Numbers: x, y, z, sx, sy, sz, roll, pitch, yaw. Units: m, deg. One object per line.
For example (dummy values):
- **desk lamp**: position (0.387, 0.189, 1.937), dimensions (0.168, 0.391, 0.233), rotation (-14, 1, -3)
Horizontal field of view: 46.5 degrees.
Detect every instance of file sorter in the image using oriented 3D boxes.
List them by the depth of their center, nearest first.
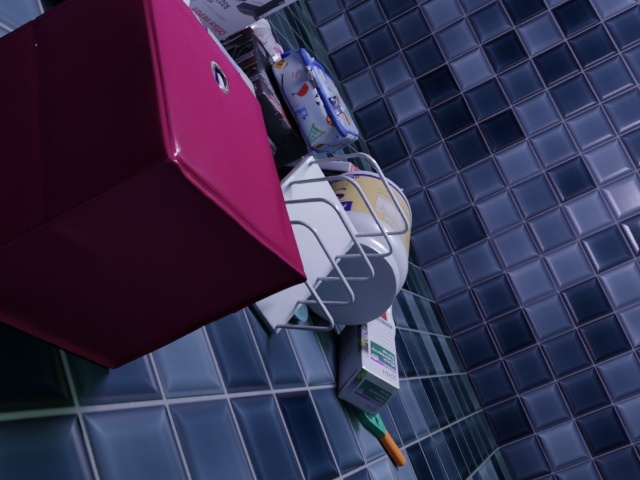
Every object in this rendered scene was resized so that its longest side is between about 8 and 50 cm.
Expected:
- **file sorter**: position (0.000, 0.000, 1.286), dimensions (0.277, 0.173, 0.192), rotation (-49, 119, -34)

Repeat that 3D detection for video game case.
- **video game case**: position (0.017, -0.170, 1.903), dimensions (0.285, 0.204, 0.025), rotation (16, 82, -72)

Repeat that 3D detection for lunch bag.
- **lunch bag**: position (-0.010, -0.336, 1.790), dimensions (0.243, 0.115, 0.303), rotation (65, 10, 3)

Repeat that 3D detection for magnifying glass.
- **magnifying glass**: position (0.123, 0.401, 1.615), dimensions (0.231, 0.026, 0.092), rotation (60, 14, -21)

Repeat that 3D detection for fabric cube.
- **fabric cube**: position (-0.199, -0.063, 0.757), dimensions (0.254, 0.259, 0.258), rotation (47, 22, -53)

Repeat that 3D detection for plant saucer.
- **plant saucer**: position (-0.063, 0.106, 1.456), dimensions (0.119, 0.021, 0.119), rotation (59, 15, -25)

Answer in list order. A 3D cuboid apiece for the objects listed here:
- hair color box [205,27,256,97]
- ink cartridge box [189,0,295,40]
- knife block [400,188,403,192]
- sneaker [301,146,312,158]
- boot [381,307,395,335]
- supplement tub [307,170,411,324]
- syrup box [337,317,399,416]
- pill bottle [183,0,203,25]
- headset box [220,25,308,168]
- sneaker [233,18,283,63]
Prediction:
- **hair color box**: position (-0.183, -0.217, 1.413), dimensions (0.185, 0.110, 0.338), rotation (47, 24, -54)
- **ink cartridge box**: position (-0.175, -0.611, 1.718), dimensions (0.129, 0.308, 0.223), rotation (69, 14, 10)
- **knife block**: position (0.145, -0.004, 1.934), dimensions (0.275, 0.242, 0.088), rotation (57, -7, -29)
- **sneaker**: position (-0.065, -0.292, 1.985), dimensions (0.236, 0.105, 0.095), rotation (31, 37, -64)
- **boot**: position (0.093, 0.175, 1.825), dimensions (0.176, 0.088, 0.244), rotation (18, 62, -33)
- **supplement tub**: position (0.077, 0.012, 1.647), dimensions (0.241, 0.241, 0.331), rotation (59, 21, -20)
- **syrup box**: position (0.100, 0.253, 1.585), dimensions (0.093, 0.096, 0.237), rotation (31, 22, -12)
- **pill bottle**: position (-0.306, -0.396, 1.156), dimensions (0.283, 0.161, 0.161), rotation (54, 17, -35)
- **headset box**: position (-0.139, -0.322, 1.747), dimensions (0.218, 0.110, 0.293), rotation (50, 20, -47)
- **sneaker**: position (-0.154, -0.519, 2.063), dimensions (0.252, 0.103, 0.111), rotation (34, 31, -63)
